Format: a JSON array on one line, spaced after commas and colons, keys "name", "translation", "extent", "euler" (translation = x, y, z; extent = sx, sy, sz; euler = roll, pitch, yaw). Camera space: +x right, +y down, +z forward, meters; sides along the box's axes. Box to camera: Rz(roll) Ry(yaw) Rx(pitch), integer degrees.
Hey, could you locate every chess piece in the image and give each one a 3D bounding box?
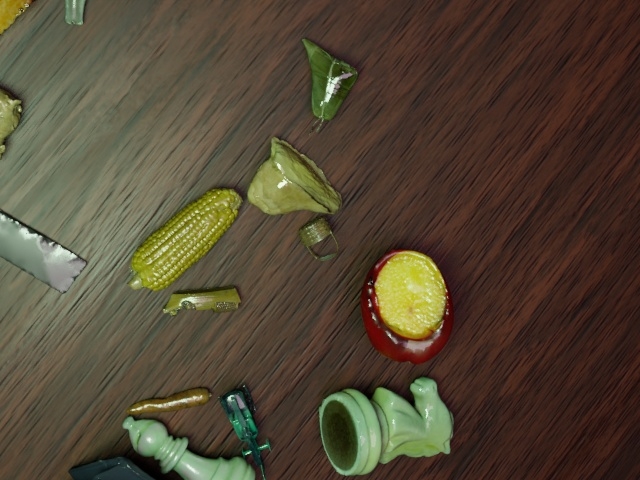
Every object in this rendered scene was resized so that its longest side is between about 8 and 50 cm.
[{"name": "chess piece", "translation": [-0.269, 0.427, 1.329], "extent": [0.272, 0.139, 0.139], "euler": [38, 87, -9]}, {"name": "chess piece", "translation": [0.161, 0.383, 1.445], "extent": [0.298, 0.176, 0.175], "euler": [-1, 99, -30]}]

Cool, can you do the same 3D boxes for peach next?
[{"name": "peach", "translation": [0.170, 0.128, 1.358], "extent": [0.196, 0.190, 0.226], "euler": [-38, 131, -44]}]

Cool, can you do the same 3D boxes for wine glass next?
[{"name": "wine glass", "translation": [-0.424, -0.414, 1.178], "extent": [0.042, 0.039, 0.083], "euler": [3, 102, -23]}]

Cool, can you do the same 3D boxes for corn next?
[{"name": "corn", "translation": [-0.251, -0.001, 1.269], "extent": [0.262, 0.097, 0.097], "euler": [-42, 108, -8]}]

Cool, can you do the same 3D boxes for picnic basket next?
[{"name": "picnic basket", "translation": [0.000, 0.000, 1.358], "extent": [0.072, 0.072, 0.083], "euler": [-31, 97, -10]}]

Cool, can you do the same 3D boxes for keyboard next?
[{"name": "keyboard", "translation": [-0.525, 0.016, 1.230], "extent": [0.196, 0.015, 0.074], "euler": [35, 92, -19]}]

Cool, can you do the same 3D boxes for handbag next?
[{"name": "handbag", "translation": [-0.324, 0.533, 1.271], "extent": [0.326, 0.269, 0.118], "euler": [44, 50, -19]}]

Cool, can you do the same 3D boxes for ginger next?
[{"name": "ginger", "translation": [-0.048, -0.087, 1.326], "extent": [0.193, 0.115, 0.122], "euler": [34, 110, -27]}, {"name": "ginger", "translation": [-0.579, -0.164, 1.149], "extent": [0.104, 0.080, 0.204], "euler": [25, 89, -5]}]

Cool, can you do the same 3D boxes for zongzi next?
[{"name": "zongzi", "translation": [-0.016, -0.293, 1.327], "extent": [0.130, 0.062, 0.154], "euler": [32, 105, 1]}]

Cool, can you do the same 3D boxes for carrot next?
[{"name": "carrot", "translation": [-0.295, 0.318, 1.340], "extent": [0.165, 0.035, 0.035], "euler": [-10, 102, -13]}]

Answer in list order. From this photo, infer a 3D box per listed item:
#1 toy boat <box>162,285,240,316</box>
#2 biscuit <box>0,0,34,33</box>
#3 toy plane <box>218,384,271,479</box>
[{"name": "toy boat", "translation": [-0.228, 0.119, 1.319], "extent": [0.149, 0.047, 0.049], "euler": [-5, 101, -17]}, {"name": "biscuit", "translation": [-0.606, -0.387, 1.068], "extent": [0.237, 0.013, 0.232], "euler": [-38, 136, 14]}, {"name": "toy plane", "translation": [-0.146, 0.372, 1.365], "extent": [0.060, 0.096, 0.235], "euler": [-23, 123, -10]}]
